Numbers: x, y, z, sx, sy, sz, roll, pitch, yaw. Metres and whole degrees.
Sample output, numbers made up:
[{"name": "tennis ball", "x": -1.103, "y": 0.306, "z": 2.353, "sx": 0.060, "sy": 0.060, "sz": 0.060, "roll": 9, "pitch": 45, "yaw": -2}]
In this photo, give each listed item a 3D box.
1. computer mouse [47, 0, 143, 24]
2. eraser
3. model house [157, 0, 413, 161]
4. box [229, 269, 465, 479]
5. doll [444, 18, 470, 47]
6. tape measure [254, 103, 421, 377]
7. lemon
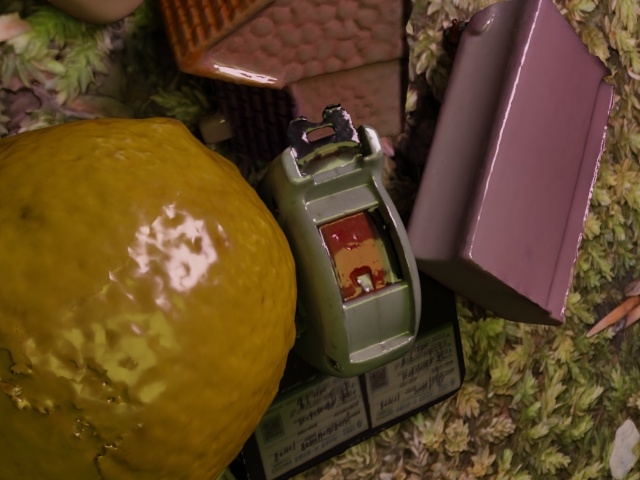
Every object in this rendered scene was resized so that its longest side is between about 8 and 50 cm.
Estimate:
[{"name": "computer mouse", "x": -0.255, "y": -0.315, "z": 0.767, "sx": 0.236, "sy": 0.082, "sz": 0.145, "roll": 42, "pitch": 73, "yaw": -30}, {"name": "eraser", "x": 0.258, "y": -0.098, "z": 1.057, "sx": 0.272, "sy": 0.122, "sz": 0.359, "roll": 28, "pitch": 72, "yaw": -43}, {"name": "model house", "x": -0.045, "y": -0.223, "z": 0.864, "sx": 0.237, "sy": 0.202, "sz": 0.237, "roll": -16, "pitch": 142, "yaw": -8}, {"name": "box", "x": 0.030, "y": 0.151, "z": 1.013, "sx": 0.350, "sy": 0.058, "sz": 0.211, "roll": -18, "pitch": 106, "yaw": -31}, {"name": "doll", "x": 0.202, "y": -0.262, "z": 1.097, "sx": 0.058, "sy": 0.040, "sz": 0.085, "roll": -26, "pitch": 108, "yaw": -39}, {"name": "tape measure", "x": 0.001, "y": 0.018, "z": 0.825, "sx": 0.125, "sy": 0.243, "sz": 0.246, "roll": -17, "pitch": 85, "yaw": -15}, {"name": "lemon", "x": -0.187, "y": 0.061, "z": 0.694, "sx": 0.350, "sy": 0.349, "sz": 0.387, "roll": 51, "pitch": 45, "yaw": -26}]
